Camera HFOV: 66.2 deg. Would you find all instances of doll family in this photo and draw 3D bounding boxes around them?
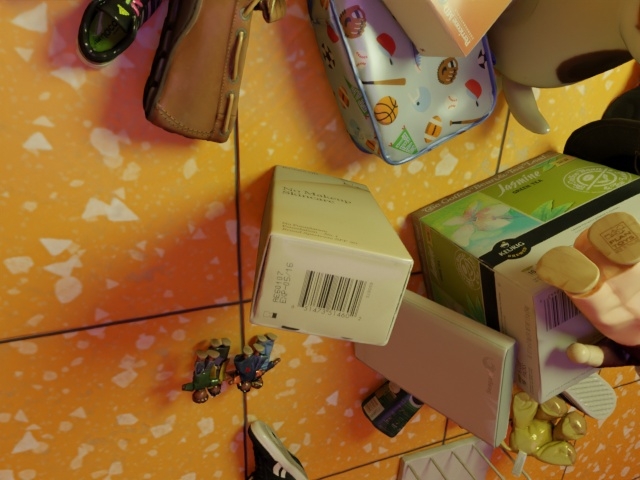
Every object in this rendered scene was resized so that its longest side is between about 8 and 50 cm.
[{"bbox_3d":[-0.149,0.226,0.855,0.192,0.076,0.112,2,109,-27],"label":"doll family"}]

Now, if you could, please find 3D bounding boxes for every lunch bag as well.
[{"bbox_3d":[0.132,-0.273,0.713,0.243,0.115,0.304,-30,121,-10],"label":"lunch bag"}]

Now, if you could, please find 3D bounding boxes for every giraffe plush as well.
[{"bbox_3d":[0.541,0.463,1.207,0.170,0.181,0.210,8,117,-59],"label":"giraffe plush"}]

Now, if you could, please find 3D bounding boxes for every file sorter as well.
[{"bbox_3d":[0.347,0.629,1.205,0.277,0.173,0.193,-6,116,-20],"label":"file sorter"}]

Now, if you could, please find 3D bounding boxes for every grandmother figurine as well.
[{"bbox_3d":[0.426,0.101,0.650,0.207,0.104,0.342,-31,127,24],"label":"grandmother figurine"}]

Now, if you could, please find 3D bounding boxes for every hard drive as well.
[{"bbox_3d":[0.176,0.190,0.842,0.040,0.307,0.203,-26,124,-34],"label":"hard drive"}]

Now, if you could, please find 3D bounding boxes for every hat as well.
[{"bbox_3d":[0.586,-0.087,0.864,0.133,0.331,0.332,-24,121,-9],"label":"hat"}]

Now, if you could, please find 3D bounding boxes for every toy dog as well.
[{"bbox_3d":[0.387,-0.319,0.623,0.284,0.408,0.396,7,111,-25],"label":"toy dog"}]

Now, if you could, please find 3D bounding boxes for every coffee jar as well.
[{"bbox_3d":[0.180,0.320,1.038,0.184,0.079,0.096,-45,121,3],"label":"coffee jar"}]

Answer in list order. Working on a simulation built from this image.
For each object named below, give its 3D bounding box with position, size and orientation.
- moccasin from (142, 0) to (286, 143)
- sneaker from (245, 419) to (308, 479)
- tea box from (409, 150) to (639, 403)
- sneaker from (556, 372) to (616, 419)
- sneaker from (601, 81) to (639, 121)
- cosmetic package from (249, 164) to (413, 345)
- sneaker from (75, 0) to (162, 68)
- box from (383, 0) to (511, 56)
[{"bbox_3d":[-0.096,-0.297,0.585,0.146,0.139,0.380,12,109,-28],"label":"moccasin"},{"bbox_3d":[-0.116,0.456,0.974,0.121,0.079,0.217,-34,124,-7],"label":"sneaker"},{"bbox_3d":[0.385,0.033,0.841,0.328,0.323,0.220,-24,118,-12],"label":"tea box"},{"bbox_3d":[0.550,0.285,1.166,0.126,0.127,0.321,-40,98,-8],"label":"sneaker"},{"bbox_3d":[0.663,-0.274,0.940,0.136,0.116,0.314,12,110,-32],"label":"sneaker"},{"bbox_3d":[0.000,0.000,0.651,0.160,0.309,0.113,11,111,-10],"label":"cosmetic package"},{"bbox_3d":[-0.229,-0.274,0.576,0.063,0.075,0.170,34,97,-32],"label":"sneaker"},{"bbox_3d":[0.166,-0.330,0.589,0.130,0.091,0.171,39,89,-33],"label":"box"}]
